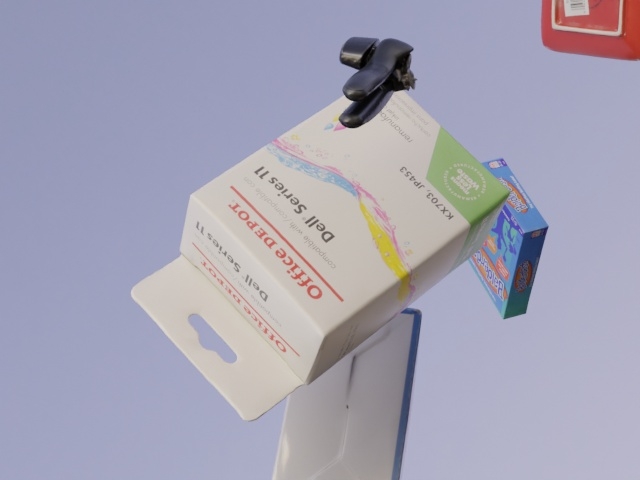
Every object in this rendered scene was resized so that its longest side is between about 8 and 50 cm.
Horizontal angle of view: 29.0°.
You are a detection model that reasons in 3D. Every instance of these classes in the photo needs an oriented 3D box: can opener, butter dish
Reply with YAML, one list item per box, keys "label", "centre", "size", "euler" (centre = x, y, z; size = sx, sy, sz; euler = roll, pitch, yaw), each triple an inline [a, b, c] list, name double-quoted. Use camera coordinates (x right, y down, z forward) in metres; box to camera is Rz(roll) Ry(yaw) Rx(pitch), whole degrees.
- label: "can opener"
  centre: [0.046, -0.142, 1.136]
  size: [0.186, 0.073, 0.059]
  euler: [-66, -25, -61]
- label: "butter dish"
  centre: [0.353, -0.305, 1.472]
  size: [0.118, 0.160, 0.160]
  euler: [-18, -66, -39]

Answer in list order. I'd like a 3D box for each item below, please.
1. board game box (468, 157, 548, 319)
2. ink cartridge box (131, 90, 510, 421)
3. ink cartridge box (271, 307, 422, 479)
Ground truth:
- label: "board game box"
  centre: [0.291, -0.001, 1.973]
  size: [0.047, 0.160, 0.210]
  euler: [-15, -41, -15]
- label: "ink cartridge box"
  centre: [0.000, 0.000, 1.279]
  size: [0.353, 0.207, 0.119]
  euler: [-36, -18, -29]
- label: "ink cartridge box"
  centre: [0.035, 0.270, 1.597]
  size: [0.395, 0.151, 0.270]
  euler: [91, -170, -66]
